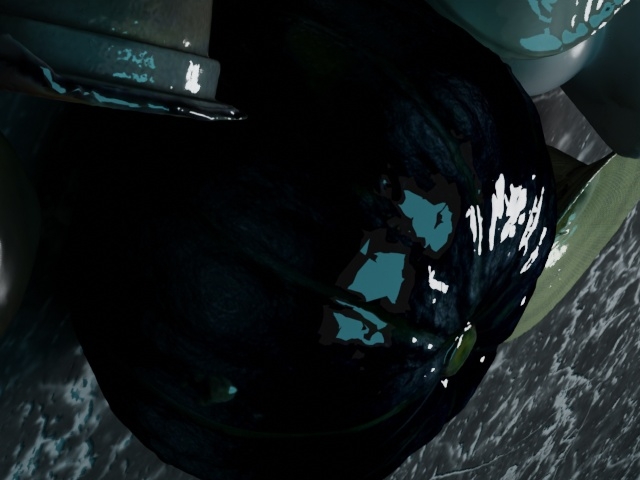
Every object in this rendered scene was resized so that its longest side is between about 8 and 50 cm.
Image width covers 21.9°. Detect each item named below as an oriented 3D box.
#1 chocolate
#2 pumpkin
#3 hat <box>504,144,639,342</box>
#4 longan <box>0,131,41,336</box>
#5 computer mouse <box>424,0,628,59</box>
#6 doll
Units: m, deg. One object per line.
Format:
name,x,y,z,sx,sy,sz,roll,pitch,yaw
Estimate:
chocolate,-0.133,-0.144,0.885,0.221,0.221,0.147,-8,107,-53
pumpkin,0.000,0.000,1.136,0.363,0.266,0.363,-39,148,-31
hat,0.209,-0.033,1.577,0.252,0.110,0.252,-44,160,-21
longan,-0.237,0.001,0.896,0.187,0.167,0.167,-53,162,-50
computer mouse,0.190,-0.278,1.171,0.331,0.197,0.095,-48,-167,0
doll,0.203,-0.171,1.309,0.221,0.221,0.251,-38,105,-26
